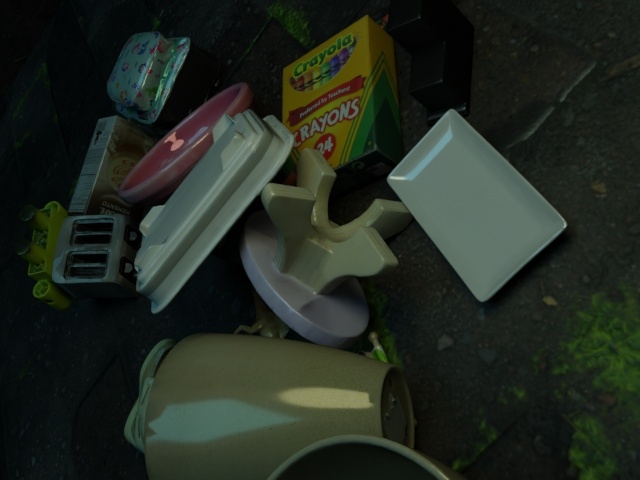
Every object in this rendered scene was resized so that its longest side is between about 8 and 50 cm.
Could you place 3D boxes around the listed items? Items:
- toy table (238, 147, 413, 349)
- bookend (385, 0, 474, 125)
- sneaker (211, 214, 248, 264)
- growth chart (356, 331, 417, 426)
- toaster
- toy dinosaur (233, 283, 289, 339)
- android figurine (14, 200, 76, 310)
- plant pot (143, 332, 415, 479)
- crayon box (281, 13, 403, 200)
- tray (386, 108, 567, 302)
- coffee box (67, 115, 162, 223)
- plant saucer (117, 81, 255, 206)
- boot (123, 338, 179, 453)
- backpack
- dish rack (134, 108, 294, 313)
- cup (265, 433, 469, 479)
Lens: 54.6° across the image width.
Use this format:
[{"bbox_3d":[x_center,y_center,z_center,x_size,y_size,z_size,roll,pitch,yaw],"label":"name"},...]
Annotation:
[{"bbox_3d":[0.000,0.000,0.880,0.274,0.252,0.161,49,124,30],"label":"toy table"},{"bbox_3d":[0.151,-0.276,0.901,0.072,0.156,0.157,-9,67,41],"label":"bookend"},{"bbox_3d":[-0.239,-0.055,1.207,0.302,0.121,0.108,32,95,47],"label":"sneaker"},{"bbox_3d":[0.035,0.267,0.870,0.237,0.021,0.172,-47,47,20],"label":"growth chart"},{"bbox_3d":[-0.490,0.036,1.368,0.185,0.110,0.168,-1,65,6],"label":"toaster"},{"bbox_3d":[-0.095,0.149,1.040,0.092,0.053,0.183,-37,56,7],"label":"toy dinosaur"},{"bbox_3d":[-0.596,0.037,1.429,0.056,0.273,0.248,-13,62,8],"label":"android figurine"},{"bbox_3d":[-0.030,0.233,0.782,0.273,0.256,0.257,-9,64,23],"label":"plant pot"},{"bbox_3d":[0.029,-0.236,1.058,0.202,0.081,0.319,-23,57,37],"label":"crayon box"},{"bbox_3d":[0.203,-0.053,0.842,0.145,0.030,0.270,-47,46,18],"label":"tray"},{"bbox_3d":[-0.487,-0.154,1.483,0.098,0.141,0.247,4,76,44],"label":"coffee box"},{"bbox_3d":[-0.250,-0.176,1.226,0.332,0.084,0.332,-34,24,17],"label":"plant saucer"},{"bbox_3d":[-0.269,0.300,1.111,0.165,0.077,0.213,22,93,48],"label":"boot"},{"bbox_3d":[-0.379,-0.369,1.451,0.253,0.191,0.225,23,89,52],"label":"backpack"},{"bbox_3d":[-0.186,-0.069,0.969,0.333,0.072,0.285,-51,24,8],"label":"dish rack"},{"bbox_3d":[0.097,0.371,0.602,0.331,0.237,0.331,-19,60,37],"label":"cup"}]
